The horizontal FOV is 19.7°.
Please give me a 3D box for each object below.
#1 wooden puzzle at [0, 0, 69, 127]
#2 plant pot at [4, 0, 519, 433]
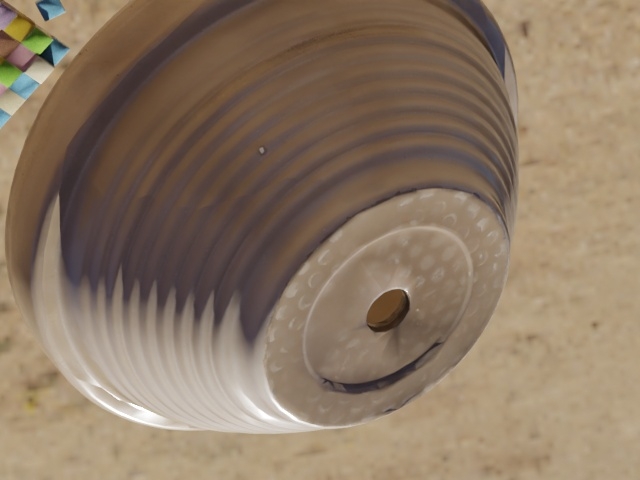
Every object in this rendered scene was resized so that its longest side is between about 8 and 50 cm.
[{"bbox_3d":[-0.142,-0.077,0.789,0.049,0.006,0.083,36,107,-31],"label":"wooden puzzle"},{"bbox_3d":[0.000,0.000,0.760,0.237,0.110,0.237,-21,134,-23],"label":"plant pot"}]
